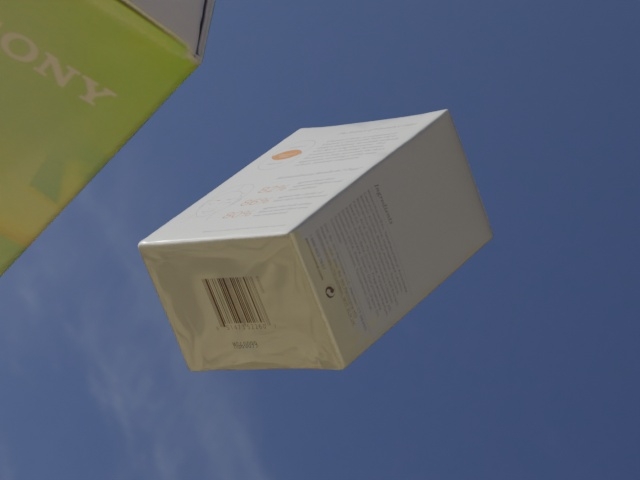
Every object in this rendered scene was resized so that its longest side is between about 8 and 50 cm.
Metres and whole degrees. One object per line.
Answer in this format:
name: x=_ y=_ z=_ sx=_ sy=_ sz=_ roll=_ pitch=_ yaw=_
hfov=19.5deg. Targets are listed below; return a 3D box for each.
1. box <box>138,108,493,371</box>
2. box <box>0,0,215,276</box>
box: x=0.000 y=0.000 z=1.136 sx=0.130 sy=0.170 sz=0.091 roll=-4 pitch=-66 yaw=43
box: x=-0.133 y=-0.032 z=0.520 sx=0.058 sy=0.232 sz=0.322 roll=30 pitch=-53 yaw=-22
